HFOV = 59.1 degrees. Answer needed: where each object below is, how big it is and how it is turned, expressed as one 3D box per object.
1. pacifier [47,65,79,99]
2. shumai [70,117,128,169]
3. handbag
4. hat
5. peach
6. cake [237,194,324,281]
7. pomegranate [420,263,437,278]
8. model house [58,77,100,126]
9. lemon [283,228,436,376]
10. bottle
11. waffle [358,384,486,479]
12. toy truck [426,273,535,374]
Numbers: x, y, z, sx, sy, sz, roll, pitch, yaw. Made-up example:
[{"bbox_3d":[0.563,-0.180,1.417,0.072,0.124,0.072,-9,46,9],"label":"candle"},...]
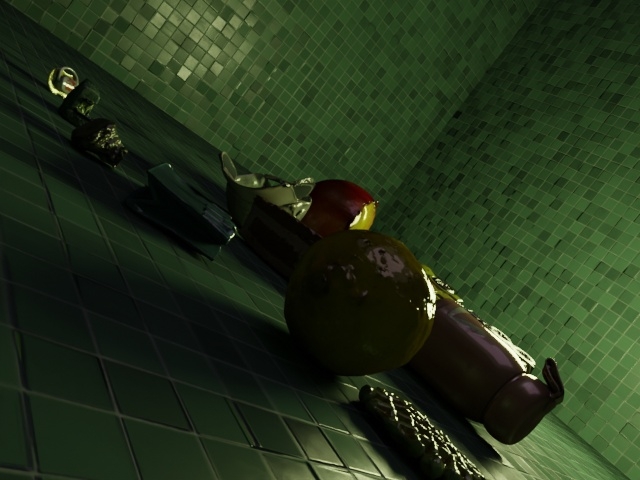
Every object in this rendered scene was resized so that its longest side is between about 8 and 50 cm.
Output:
[{"bbox_3d":[-0.573,-0.348,1.241,0.064,0.068,0.083,11,-5,22],"label":"pacifier"},{"bbox_3d":[-0.369,-0.158,0.953,0.083,0.082,0.081,-112,-170,-56],"label":"shumai"},{"bbox_3d":[-0.217,-0.046,0.928,0.179,0.062,0.229,39,4,-14],"label":"handbag"},{"bbox_3d":[-0.135,-0.098,1.306,0.231,0.161,0.275,14,-8,7],"label":"hat"},{"bbox_3d":[0.049,-0.047,1.642,0.281,0.281,0.338,35,1,-22],"label":"peach"},{"bbox_3d":[-0.035,0.030,1.166,0.295,0.116,0.112,39,6,27],"label":"cake"},{"bbox_3d":[0.300,0.169,1.881,0.198,0.198,0.246,39,7,24],"label":"pomegranate"},{"bbox_3d":[-0.458,-0.265,1.097,0.066,0.083,0.078,36,4,-41],"label":"model house"},{"bbox_3d":[0.054,0.087,0.775,0.204,0.204,0.260,40,4,31],"label":"lemon"},{"bbox_3d":[0.325,0.254,1.140,0.297,0.206,0.173,42,-16,40],"label":"bottle"},{"bbox_3d":[0.132,0.253,0.729,0.183,0.036,0.169,41,4,36],"label":"waffle"},{"bbox_3d":[0.328,0.252,1.399,0.405,0.181,0.254,44,15,34],"label":"toy truck"}]
